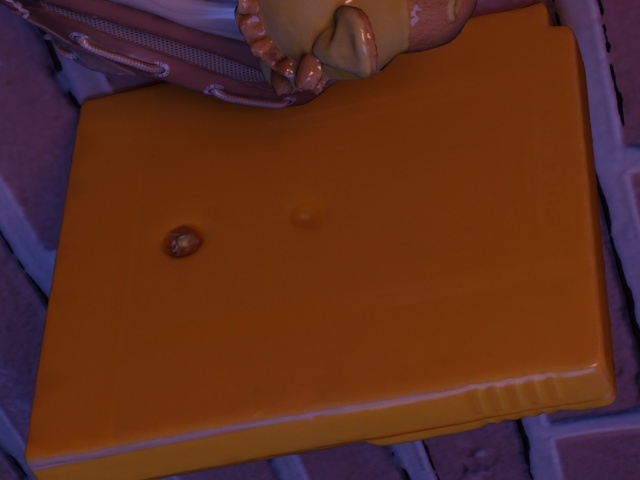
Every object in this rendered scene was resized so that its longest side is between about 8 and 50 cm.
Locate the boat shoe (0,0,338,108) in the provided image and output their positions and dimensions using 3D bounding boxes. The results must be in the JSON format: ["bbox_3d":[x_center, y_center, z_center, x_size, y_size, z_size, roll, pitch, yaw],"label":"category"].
[{"bbox_3d":[-0.120,-0.144,1.035,0.324,0.123,0.116,17,139,-15],"label":"boat shoe"}]

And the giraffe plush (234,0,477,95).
[{"bbox_3d":[0.019,-0.159,0.918,0.210,0.171,0.181,-3,179,9],"label":"giraffe plush"}]

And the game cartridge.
[{"bbox_3d":[0.000,0.000,1.069,0.323,0.285,0.053,-10,138,14],"label":"game cartridge"}]
